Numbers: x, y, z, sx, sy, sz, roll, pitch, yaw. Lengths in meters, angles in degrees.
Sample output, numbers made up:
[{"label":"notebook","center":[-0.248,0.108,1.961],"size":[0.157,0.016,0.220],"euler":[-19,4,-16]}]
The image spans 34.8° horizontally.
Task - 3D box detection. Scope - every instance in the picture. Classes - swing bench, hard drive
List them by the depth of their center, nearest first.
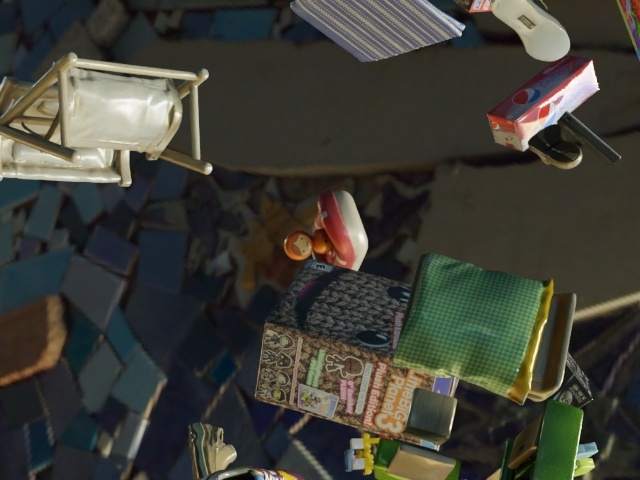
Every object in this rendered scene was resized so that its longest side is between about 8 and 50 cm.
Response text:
[{"label":"swing bench","center":[-0.344,-0.178,1.581],"size":[0.253,0.165,0.254],"euler":[0,-3,-45]},{"label":"hard drive","center":[0.511,-0.194,1.951],"size":[0.135,0.022,0.094],"euler":[42,7,5]}]

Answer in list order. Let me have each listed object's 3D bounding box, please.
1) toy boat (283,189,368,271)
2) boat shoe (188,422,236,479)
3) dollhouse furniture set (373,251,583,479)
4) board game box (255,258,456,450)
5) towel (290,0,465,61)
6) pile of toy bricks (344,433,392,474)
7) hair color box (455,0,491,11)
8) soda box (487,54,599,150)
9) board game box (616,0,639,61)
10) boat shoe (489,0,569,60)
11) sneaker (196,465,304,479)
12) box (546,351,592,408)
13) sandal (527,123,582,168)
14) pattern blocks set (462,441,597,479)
[{"label":"toy boat","center":[0.000,0.000,2.036],"size":[0.151,0.151,0.231],"euler":[-12,-26,-17]},{"label":"boat shoe","center":[-0.171,0.346,1.644],"size":[0.072,0.068,0.190],"euler":[-1,21,-11]},{"label":"dollhouse furniture set","center":[0.189,0.136,1.161],"size":[0.197,0.302,0.151],"euler":[16,-27,2]},{"label":"board game box","center":[0.076,0.169,1.589],"size":[0.291,0.141,0.232],"euler":[14,27,10]},{"label":"towel","center":[0.113,-0.473,2.145],"size":[0.243,0.040,0.336],"euler":[30,-18,-31]},{"label":"pile of toy bricks","center":[0.099,0.418,1.615],"size":[0.105,0.212,0.118],"euler":[0,-20,-8]},{"label":"hair color box","center":[0.321,-0.490,1.982],"size":[0.167,0.053,0.093],"euler":[-15,48,-40]},{"label":"soda box","center":[0.499,-0.311,2.279],"size":[0.092,0.263,0.083],"euler":[26,-32,49]},{"label":"board game box","center":[0.601,-0.465,1.762],"size":[0.078,0.233,0.347],"euler":[-19,-5,-1]},{"label":"boat shoe","center":[0.376,-0.402,1.826],"size":[0.077,0.070,0.219],"euler":[-27,-40,30]},{"label":"sneaker","center":[-0.087,0.357,1.453],"size":[0.185,0.070,0.084],"euler":[3,-24,-34]},{"label":"box","center":[0.480,0.267,2.089],"size":[0.147,0.077,0.180],"euler":[55,12,3]},{"label":"sandal","center":[0.443,-0.167,1.918],"size":[0.049,0.072,0.180],"euler":[60,3,-28]},{"label":"pattern blocks set","center":[0.370,0.444,1.885],"size":[0.285,0.026,0.325],"euler":[-10,-26,-8]}]
